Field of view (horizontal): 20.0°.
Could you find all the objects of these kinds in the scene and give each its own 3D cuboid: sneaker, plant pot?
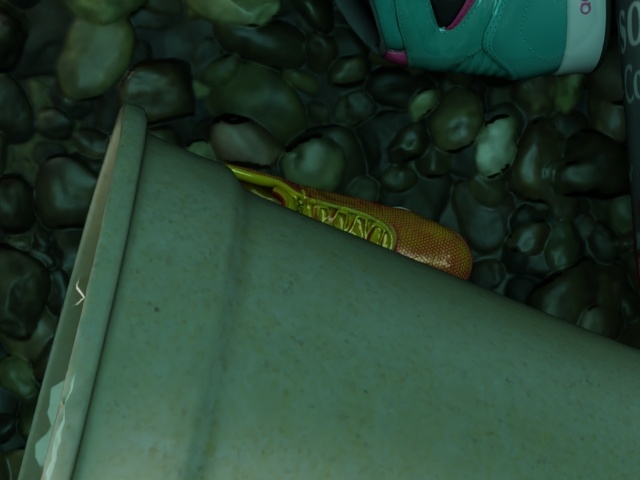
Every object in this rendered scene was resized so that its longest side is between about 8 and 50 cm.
[{"bbox_3d":[0.000,0.000,1.027,0.175,0.067,0.064,12,84,1],"label":"sneaker"},{"bbox_3d":[0.048,-0.227,1.021,0.178,0.124,0.295,-9,86,-9],"label":"sneaker"},{"bbox_3d":[0.006,0.131,0.914,0.306,0.334,0.333,15,86,-9],"label":"plant pot"}]

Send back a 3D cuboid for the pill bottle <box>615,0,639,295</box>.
[{"bbox_3d":[0.260,-0.137,0.960,0.210,0.210,0.362,-4,85,1],"label":"pill bottle"}]
